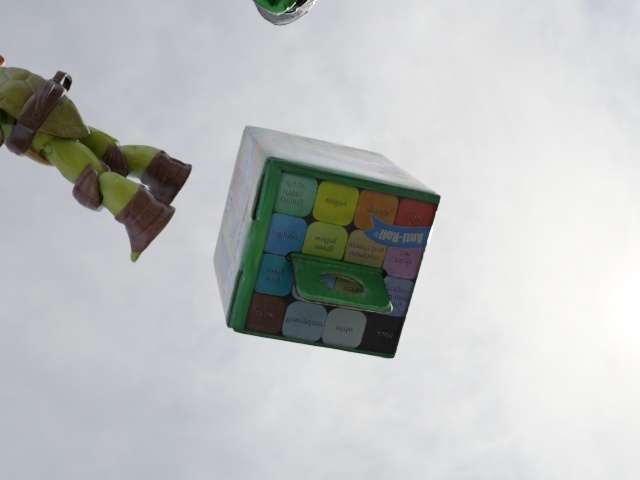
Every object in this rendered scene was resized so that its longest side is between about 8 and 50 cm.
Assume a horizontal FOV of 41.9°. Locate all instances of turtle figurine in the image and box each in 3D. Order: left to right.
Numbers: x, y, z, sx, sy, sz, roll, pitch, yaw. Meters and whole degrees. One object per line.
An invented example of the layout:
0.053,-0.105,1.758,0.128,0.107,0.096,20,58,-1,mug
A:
-0.205,-0.086,0.633,0.217,0.269,0.087,32,-77,-15,turtle figurine

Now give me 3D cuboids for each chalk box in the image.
0.000,0.000,0.868,0.180,0.289,0.179,11,-77,-15,chalk box

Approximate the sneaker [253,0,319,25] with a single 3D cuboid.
-0.054,-0.325,0.974,0.134,0.343,0.146,22,-97,-1,sneaker
